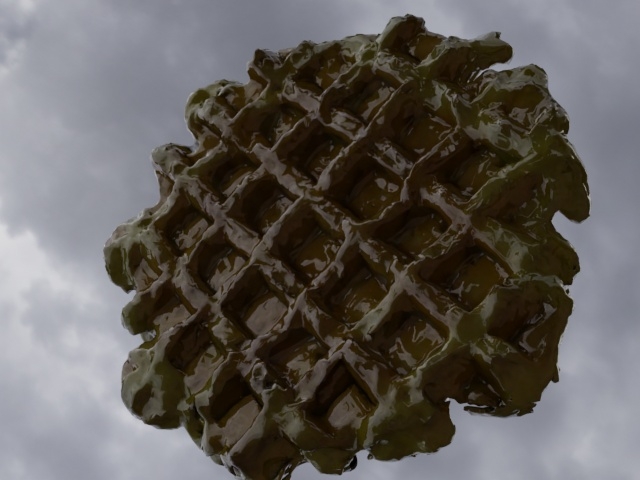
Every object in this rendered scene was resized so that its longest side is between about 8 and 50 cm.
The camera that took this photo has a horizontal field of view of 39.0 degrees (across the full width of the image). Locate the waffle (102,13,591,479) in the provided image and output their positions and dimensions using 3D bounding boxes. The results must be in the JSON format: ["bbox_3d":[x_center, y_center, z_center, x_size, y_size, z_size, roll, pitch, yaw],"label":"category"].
[{"bbox_3d":[0.000,0.000,0.547,0.068,0.325,0.302,39,-133,-48],"label":"waffle"}]
